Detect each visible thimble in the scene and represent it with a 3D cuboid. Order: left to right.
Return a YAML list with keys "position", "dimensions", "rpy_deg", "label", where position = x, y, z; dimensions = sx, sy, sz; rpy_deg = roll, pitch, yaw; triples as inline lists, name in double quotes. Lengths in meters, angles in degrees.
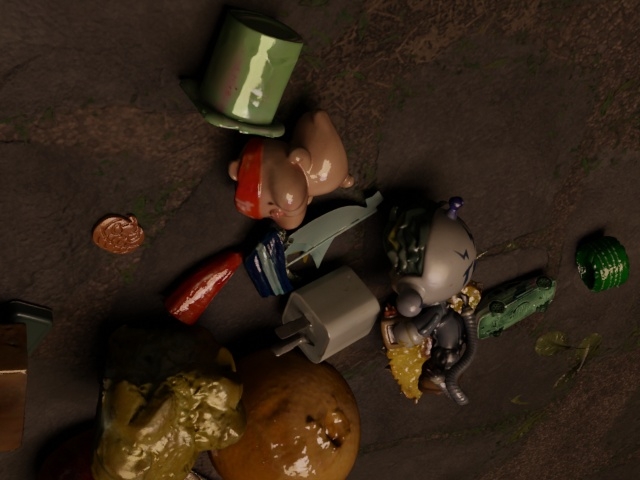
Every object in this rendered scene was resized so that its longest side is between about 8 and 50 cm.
- position: [0.651, 0.056, 2.050]
  dimensions: [0.090, 0.118, 0.130]
  rpy_deg: [-20, 121, -6]
  label: "thimble"

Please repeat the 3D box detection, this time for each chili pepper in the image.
- position: [-0.199, 0.076, 1.600]
  dimensions: [0.169, 0.065, 0.088]
  rpy_deg: [-44, 153, 6]
  label: "chili pepper"

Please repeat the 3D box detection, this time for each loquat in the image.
- position: [-0.078, 0.370, 1.765]
  dimensions: [0.328, 0.328, 0.328]
  rpy_deg: [-17, 138, -16]
  label: "loquat"

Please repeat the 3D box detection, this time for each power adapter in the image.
- position: [-0.008, 0.155, 1.695]
  dimensions: [0.205, 0.125, 0.130]
  rpy_deg: [-25, 154, -33]
  label: "power adapter"

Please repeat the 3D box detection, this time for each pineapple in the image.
- position: [0.222, 0.162, 1.908]
  dimensions: [0.161, 0.158, 0.334]
  rpy_deg: [24, 119, 0]
  label: "pineapple"

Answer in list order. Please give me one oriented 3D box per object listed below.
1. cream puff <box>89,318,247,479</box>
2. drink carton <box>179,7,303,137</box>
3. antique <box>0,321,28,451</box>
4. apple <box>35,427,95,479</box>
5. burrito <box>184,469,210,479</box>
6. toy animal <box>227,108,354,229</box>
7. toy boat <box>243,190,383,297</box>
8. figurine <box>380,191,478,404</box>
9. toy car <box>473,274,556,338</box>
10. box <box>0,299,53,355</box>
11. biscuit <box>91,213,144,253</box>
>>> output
- position: [-0.271, 0.312, 1.574]
  dimensions: [0.270, 0.323, 0.274]
  rpy_deg: [11, 112, -12]
  label: "cream puff"
- position: [-0.100, -0.247, 1.278]
  dimensions: [0.144, 0.146, 0.142]
  rpy_deg: [7, 119, -37]
  label: "drink carton"
- position: [-0.548, 0.258, 1.504]
  dimensions: [0.087, 0.093, 0.310]
  rpy_deg: [-1, 144, -21]
  label: "antique"
- position: [-0.437, 0.493, 1.726]
  dimensions: [0.293, 0.251, 0.163]
  rpy_deg: [-30, 149, -1]
  label: "apple"
- position: [-0.276, 0.577, 2.073]
  dimensions: [0.051, 0.042, 0.171]
  rpy_deg: [-28, 139, 13]
  label: "burrito"
- position: [-0.054, -0.110, 1.425]
  dimensions: [0.198, 0.171, 0.171]
  rpy_deg: [-30, 140, -7]
  label: "toy animal"
- position: [0.000, 0.000, 1.632]
  dimensions: [0.291, 0.067, 0.220]
  rpy_deg: [-29, 151, -7]
  label: "toy boat"
- position: [0.203, 0.097, 1.683]
  dimensions: [0.186, 0.261, 0.382]
  rpy_deg: [-4, 109, 2]
  label: "figurine"
- position: [0.441, 0.144, 2.042]
  dimensions: [0.224, 0.076, 0.090]
  rpy_deg: [-26, 139, -18]
  label: "toy car"
- position: [-0.519, 0.160, 1.510]
  dimensions: [0.126, 0.031, 0.091]
  rpy_deg: [-46, 137, 19]
  label: "box"
- position: [-0.330, -0.012, 1.463]
  dimensions: [0.078, 0.015, 0.091]
  rpy_deg: [-46, 138, 17]
  label: "biscuit"
